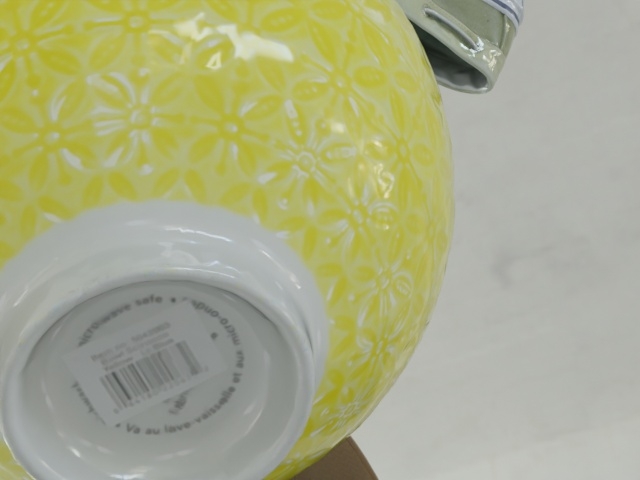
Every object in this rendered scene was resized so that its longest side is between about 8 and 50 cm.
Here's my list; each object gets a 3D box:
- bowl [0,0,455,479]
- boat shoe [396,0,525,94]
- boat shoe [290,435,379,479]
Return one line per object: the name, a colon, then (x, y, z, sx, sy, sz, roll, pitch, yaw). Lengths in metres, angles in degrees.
bowl: (-0.072, 0.017, 0.604, 0.289, 0.156, 0.289, -5, -57, -8)
boat shoe: (0.018, -0.205, 1.158, 0.302, 0.094, 0.109, 19, -27, -10)
boat shoe: (-0.015, 0.251, 0.806, 0.123, 0.342, 0.123, 9, -34, -43)
